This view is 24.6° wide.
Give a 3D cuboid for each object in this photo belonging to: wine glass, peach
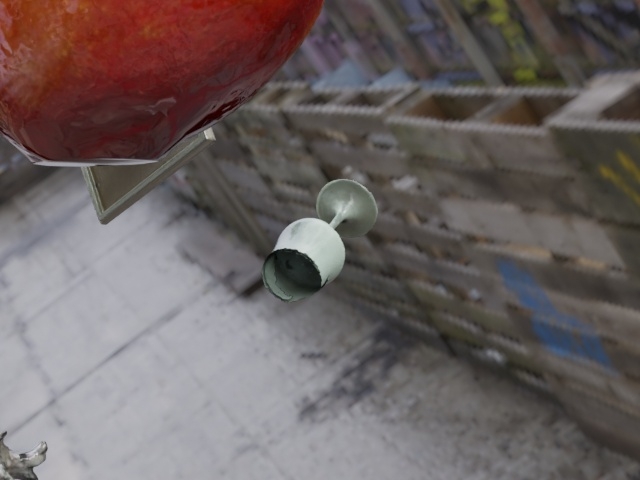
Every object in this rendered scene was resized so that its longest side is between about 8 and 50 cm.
[{"bbox_3d":[0.000,0.000,1.643,0.079,0.079,0.195,-27,12,30],"label":"wine glass"},{"bbox_3d":[-0.182,-0.243,1.305,0.388,0.388,0.388,-33,14,9],"label":"peach"}]

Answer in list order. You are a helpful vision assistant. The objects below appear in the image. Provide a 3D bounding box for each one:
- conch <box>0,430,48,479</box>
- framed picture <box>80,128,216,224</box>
[{"bbox_3d":[-0.449,0.300,1.610,0.313,0.186,0.240,-18,26,4],"label":"conch"},{"bbox_3d":[-0.244,-0.195,1.801,0.211,0.289,0.020,-34,-23,33],"label":"framed picture"}]
